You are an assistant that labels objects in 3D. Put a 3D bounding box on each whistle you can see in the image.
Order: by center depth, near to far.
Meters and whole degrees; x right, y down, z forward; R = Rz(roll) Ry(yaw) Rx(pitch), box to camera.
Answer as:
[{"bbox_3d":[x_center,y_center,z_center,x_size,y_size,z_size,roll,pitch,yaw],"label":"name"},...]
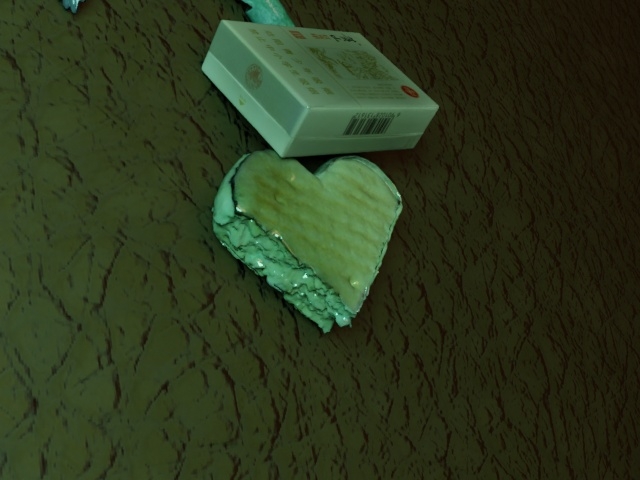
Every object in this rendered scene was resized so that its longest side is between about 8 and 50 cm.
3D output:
[{"bbox_3d":[-0.089,-0.274,0.851,0.186,0.039,0.039,53,42,-23],"label":"whistle"}]

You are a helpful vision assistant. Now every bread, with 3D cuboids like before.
[{"bbox_3d":[0.000,0.000,0.794,0.232,0.064,0.172,-5,70,-46],"label":"bread"}]

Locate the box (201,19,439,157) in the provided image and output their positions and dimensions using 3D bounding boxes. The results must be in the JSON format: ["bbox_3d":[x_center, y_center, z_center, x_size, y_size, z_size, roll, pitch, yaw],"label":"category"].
[{"bbox_3d":[0.003,-0.147,0.840,0.201,0.058,0.141,-12,51,-48],"label":"box"}]

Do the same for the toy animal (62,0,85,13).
[{"bbox_3d":[-0.187,-0.299,0.735,0.062,0.108,0.220,20,91,-42],"label":"toy animal"}]
